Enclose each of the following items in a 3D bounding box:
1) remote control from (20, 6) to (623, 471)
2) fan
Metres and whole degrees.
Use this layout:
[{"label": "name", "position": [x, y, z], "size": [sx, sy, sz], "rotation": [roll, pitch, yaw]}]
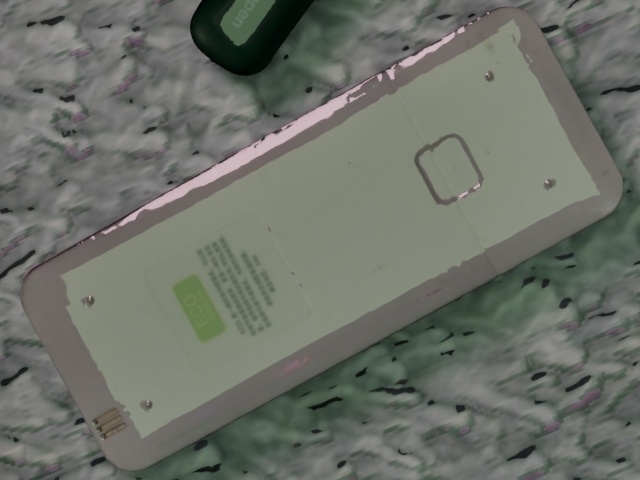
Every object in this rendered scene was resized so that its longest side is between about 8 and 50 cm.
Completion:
[{"label": "remote control", "position": [0.000, 0.000, 0.823], "size": [0.250, 0.034, 0.103], "rotation": [-30, 90, 5]}, {"label": "fan", "position": [-0.001, -0.138, 0.816], "size": [0.082, 0.039, 0.155], "rotation": [37, 96, 2]}]
